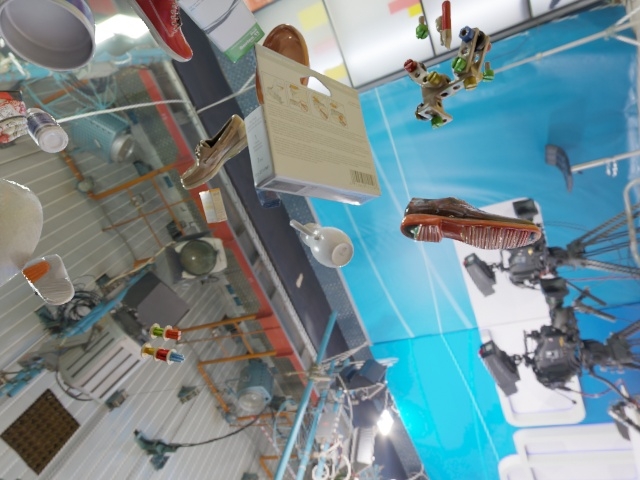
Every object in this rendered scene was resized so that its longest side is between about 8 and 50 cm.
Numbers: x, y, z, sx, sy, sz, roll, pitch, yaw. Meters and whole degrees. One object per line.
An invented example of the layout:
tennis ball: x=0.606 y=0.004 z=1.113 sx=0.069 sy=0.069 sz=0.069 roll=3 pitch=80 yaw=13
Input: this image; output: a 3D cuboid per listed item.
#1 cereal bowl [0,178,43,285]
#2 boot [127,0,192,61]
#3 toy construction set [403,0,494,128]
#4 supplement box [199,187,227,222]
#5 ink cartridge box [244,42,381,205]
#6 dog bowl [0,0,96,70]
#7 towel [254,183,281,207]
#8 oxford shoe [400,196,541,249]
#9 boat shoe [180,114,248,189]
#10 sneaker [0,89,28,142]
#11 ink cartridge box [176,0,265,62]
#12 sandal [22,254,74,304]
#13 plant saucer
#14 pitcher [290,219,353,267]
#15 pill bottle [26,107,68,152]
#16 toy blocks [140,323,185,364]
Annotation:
cereal bowl: x=-0.986 y=-0.030 z=1.167 sx=0.141 sy=0.339 sz=0.339 roll=49 pitch=-147 yaw=-67
boot: x=-0.438 y=-0.677 z=1.242 sx=0.244 sy=0.176 sz=0.088 roll=52 pitch=-146 yaw=-43
toy construction set: x=0.359 y=-0.468 z=1.166 sx=0.309 sy=0.257 sz=0.237 roll=33 pitch=-123 yaw=-63
supplement box: x=-0.323 y=-0.104 z=1.237 sx=0.036 sy=0.062 sz=0.098 roll=-22 pitch=-75 yaw=-44
ink cartridge box: x=-0.013 y=-0.198 z=0.751 sx=0.275 sy=0.060 sz=0.239 roll=4 pitch=-110 yaw=-45
dog bowl: x=-0.866 y=-0.684 z=1.306 sx=0.265 sy=0.265 sz=0.104 roll=36 pitch=-144 yaw=-58
towel: x=-0.175 y=-0.157 z=1.345 sx=0.029 sy=0.067 sz=0.119 roll=96 pitch=156 yaw=-49
oxford shoe: x=0.308 y=-0.048 z=0.850 sx=0.097 sy=0.271 sz=0.098 roll=71 pitch=-148 yaw=-56
boat shoe: x=-0.397 y=-0.321 z=1.486 sx=0.110 sy=0.341 sz=0.122 roll=43 pitch=-164 yaw=-36
sneaker: x=-0.955 y=-0.340 z=1.141 sx=0.270 sy=0.090 sz=0.145 roll=-44 pitch=-42 yaw=-61
ink cartridge box: x=-0.197 y=-0.421 z=0.683 sx=0.153 sy=0.087 sz=0.208 roll=54 pitch=-171 yaw=6
sandal: x=-0.773 y=0.130 z=1.173 sx=0.102 sy=0.265 sz=0.076 roll=-22 pitch=-50 yaw=-34
plant saucer: x=-0.083 y=-0.378 z=0.926 sx=0.037 sy=0.200 sz=0.200 roll=-6 pitch=-98 yaw=-39
pitcher: x=0.000 y=0.000 z=1.341 sx=0.177 sy=0.207 sz=0.125 roll=27 pitch=-86 yaw=-36
pill bottle: x=-0.949 y=-0.384 z=1.403 sx=0.169 sy=0.094 sz=0.094 roll=42 pitch=-170 yaw=24
toy blocks: x=-0.513 y=0.351 z=1.380 sx=0.054 sy=0.148 sz=0.123 roll=76 pitch=-154 yaw=-57
